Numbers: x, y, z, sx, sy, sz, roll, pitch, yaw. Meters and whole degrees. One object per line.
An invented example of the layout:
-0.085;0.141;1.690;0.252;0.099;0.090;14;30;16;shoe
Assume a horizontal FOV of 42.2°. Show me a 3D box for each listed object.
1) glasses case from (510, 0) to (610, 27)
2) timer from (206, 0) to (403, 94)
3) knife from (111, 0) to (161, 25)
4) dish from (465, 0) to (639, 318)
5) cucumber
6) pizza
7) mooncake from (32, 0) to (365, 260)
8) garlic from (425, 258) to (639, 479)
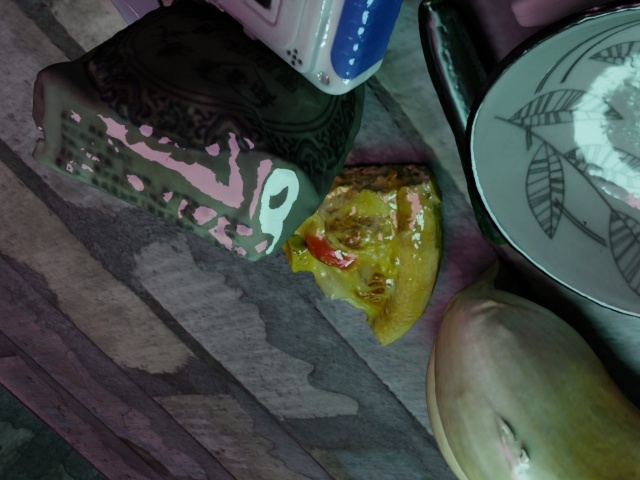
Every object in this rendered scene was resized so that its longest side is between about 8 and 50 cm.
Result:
0.203;-0.186;0.556;0.164;0.063;0.041;-12;122;48;glasses case
-0.047;-0.241;0.643;0.253;0.078;0.178;41;147;15;timer
-0.231;-0.303;0.808;0.080;0.044;0.331;-10;132;37;knife
0.271;-0.068;0.602;0.316;0.106;0.316;20;146;15;dish
0.139;-0.098;0.730;0.056;0.056;0.284;7;140;34;cucumber
0.000;0.000;0.939;0.287;0.075;0.280;19;142;22;pizza
-0.090;-0.116;0.733;0.254;0.250;0.136;26;124;7;mooncake
0.231;0.194;0.896;0.313;0.286;0.249;32;102;-6;garlic
